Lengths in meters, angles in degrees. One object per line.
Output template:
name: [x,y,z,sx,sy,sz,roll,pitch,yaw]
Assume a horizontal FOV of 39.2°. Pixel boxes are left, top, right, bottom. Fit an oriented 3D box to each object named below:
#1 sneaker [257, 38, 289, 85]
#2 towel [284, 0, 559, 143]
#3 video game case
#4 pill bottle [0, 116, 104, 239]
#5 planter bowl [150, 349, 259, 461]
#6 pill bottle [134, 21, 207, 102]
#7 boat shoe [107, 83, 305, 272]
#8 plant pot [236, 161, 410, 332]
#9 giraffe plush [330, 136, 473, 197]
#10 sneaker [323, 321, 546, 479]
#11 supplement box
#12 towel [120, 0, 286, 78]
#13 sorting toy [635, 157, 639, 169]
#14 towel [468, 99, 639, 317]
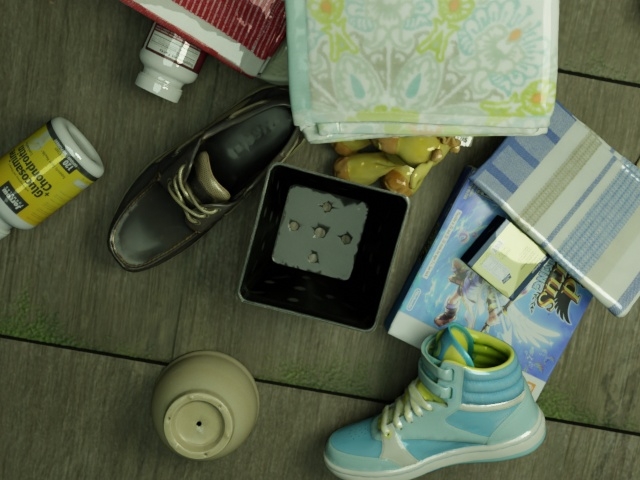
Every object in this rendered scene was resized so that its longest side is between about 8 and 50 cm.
sneaker: [0.064,-0.271,1.228,0.350,0.148,0.131,-4,83,23]
towel: [0.115,-0.299,1.048,0.320,0.090,0.374,1,107,10]
video game case: [0.261,0.065,1.301,0.244,0.061,0.269,26,96,-6]
pill bottle: [-0.401,-0.080,1.244,0.184,0.103,0.103,-37,97,3]
planter bowl: [-0.170,0.250,1.292,0.162,0.109,0.162,0,98,-2]
pill bottle: [-0.195,-0.271,1.232,0.086,0.086,0.152,25,97,-5]
boat shoe: [-0.162,-0.090,1.234,0.355,0.130,0.132,-43,96,4]
plant pot: [0.000,0.000,1.233,0.188,0.167,0.187,14,97,-4]
giraffe plush: [0.119,-0.139,1.214,0.210,0.170,0.181,-6,98,-1]
sneaker: [0.138,0.216,1.249,0.319,0.127,0.208,-15,119,8]
supplement box: [0.254,0.024,1.235,0.083,0.056,0.083,40,95,-6]
towel: [-0.097,-0.393,1.118,0.237,0.037,0.329,30,110,-12]
sorting toy: [0.583,-0.122,1.290,0.196,0.047,0.347,32,96,-5]
towel: [0.363,-0.052,1.242,0.285,0.034,0.209,42,65,1]
